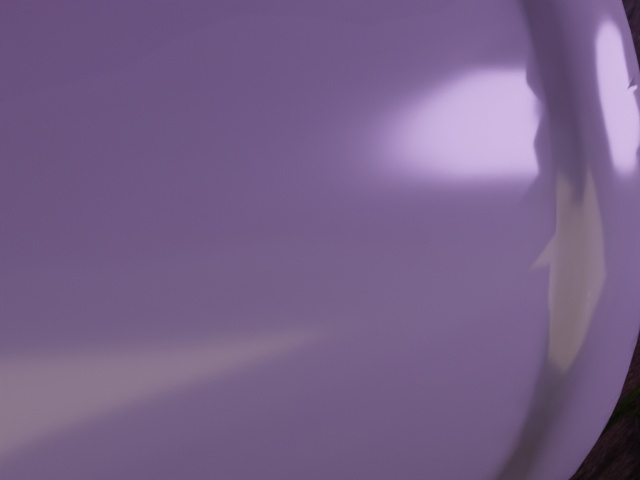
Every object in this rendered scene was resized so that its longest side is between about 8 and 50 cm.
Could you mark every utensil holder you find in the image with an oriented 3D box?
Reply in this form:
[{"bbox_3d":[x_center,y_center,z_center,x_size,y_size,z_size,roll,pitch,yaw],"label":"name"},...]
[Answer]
[{"bbox_3d":[-0.144,-0.002,0.601,0.385,0.327,0.328,-15,139,-35],"label":"utensil holder"}]
